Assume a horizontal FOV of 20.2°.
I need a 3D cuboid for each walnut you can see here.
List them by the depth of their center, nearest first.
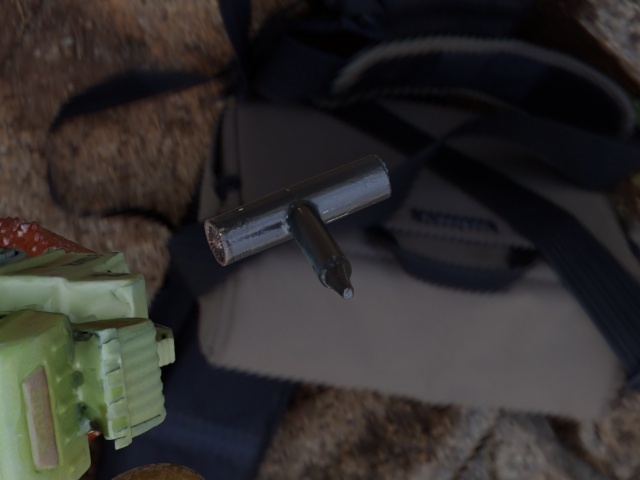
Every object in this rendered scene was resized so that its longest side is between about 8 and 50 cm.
[{"bbox_3d":[-0.171,0.268,1.795,0.167,0.211,0.087,-15,77,-12],"label":"walnut"}]

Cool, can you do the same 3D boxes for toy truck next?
[{"bbox_3d":[-0.114,0.053,0.703,0.116,0.191,0.085,-5,99,11],"label":"toy truck"}]

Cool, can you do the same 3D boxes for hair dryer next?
[{"bbox_3d":[0.015,-0.004,1.557,0.173,0.195,0.050,-25,120,-19],"label":"hair dryer"}]

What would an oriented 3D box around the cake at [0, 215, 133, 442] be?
[{"bbox_3d":[-0.297,0.116,1.715,0.283,0.177,0.151,-39,141,16],"label":"cake"}]
